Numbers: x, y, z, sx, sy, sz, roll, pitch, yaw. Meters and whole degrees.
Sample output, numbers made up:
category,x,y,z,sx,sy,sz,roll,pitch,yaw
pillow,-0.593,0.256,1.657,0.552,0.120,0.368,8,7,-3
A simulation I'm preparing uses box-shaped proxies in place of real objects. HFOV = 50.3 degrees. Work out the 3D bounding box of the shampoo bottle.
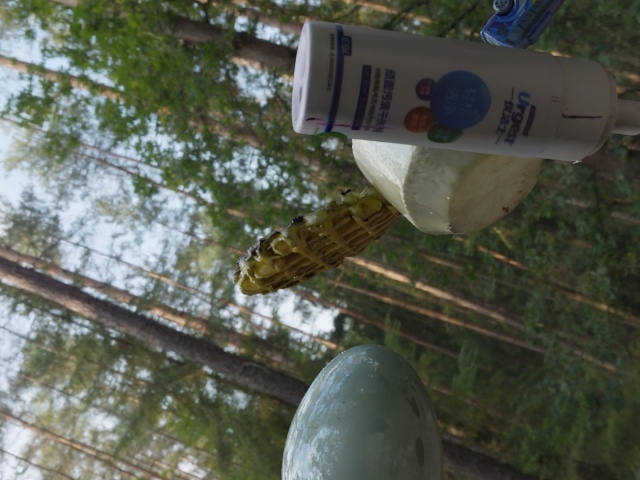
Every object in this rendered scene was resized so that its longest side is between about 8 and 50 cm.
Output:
category,x,y,z,sx,sy,sz,roll,pitch,yaw
shampoo bottle,0.131,-0.118,0.572,0.092,0.303,0.092,-174,90,-80

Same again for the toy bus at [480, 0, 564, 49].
category,x,y,z,sx,sy,sz,roll,pitch,yaw
toy bus,0.392,-0.443,1.219,0.236,0.094,0.079,-53,-24,14

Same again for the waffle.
category,x,y,z,sx,sy,sz,roll,pitch,yaw
waffle,0.000,0.000,1.405,0.379,0.095,0.382,-20,-14,-31

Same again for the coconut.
category,x,y,z,sx,sy,sz,roll,pitch,yaw
coconut,0.212,-0.172,1.159,0.323,0.322,0.323,16,-90,-74

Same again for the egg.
category,x,y,z,sx,sy,sz,roll,pitch,yaw
egg,0.051,0.243,0.791,0.183,0.182,0.264,86,-167,-51
